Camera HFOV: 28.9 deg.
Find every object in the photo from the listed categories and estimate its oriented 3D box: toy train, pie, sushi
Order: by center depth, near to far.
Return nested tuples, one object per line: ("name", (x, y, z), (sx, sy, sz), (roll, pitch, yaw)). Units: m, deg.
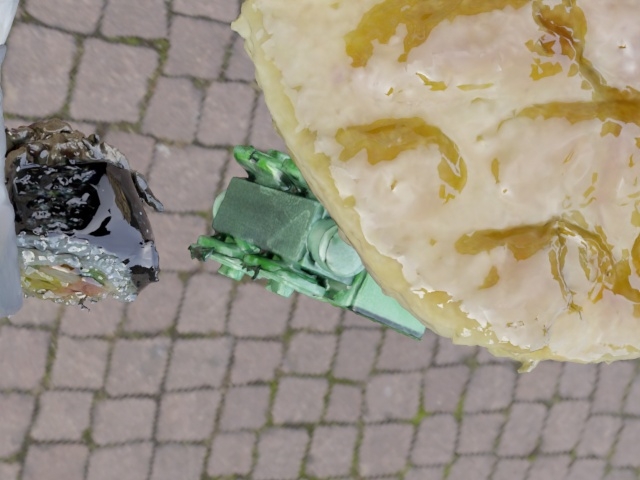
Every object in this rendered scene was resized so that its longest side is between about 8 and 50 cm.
("pie", (0.122, -0.113, 0.556), (0.339, 0.083, 0.339), (0, 83, -2))
("toy train", (0.000, 0.000, 1.172), (0.188, 0.243, 0.132), (25, 87, -33))
("sushi", (-0.308, -0.044, 1.548), (0.225, 0.218, 0.238), (8, 145, -13))

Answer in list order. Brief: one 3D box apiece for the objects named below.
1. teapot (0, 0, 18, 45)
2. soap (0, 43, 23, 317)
("teapot", (-0.278, -0.377, 1.148), (0.252, 0.280, 0.424), (10, 88, -25))
("soap", (-0.326, 0.003, 0.611), (0.302, 0.258, 0.159), (-25, 114, -56))
